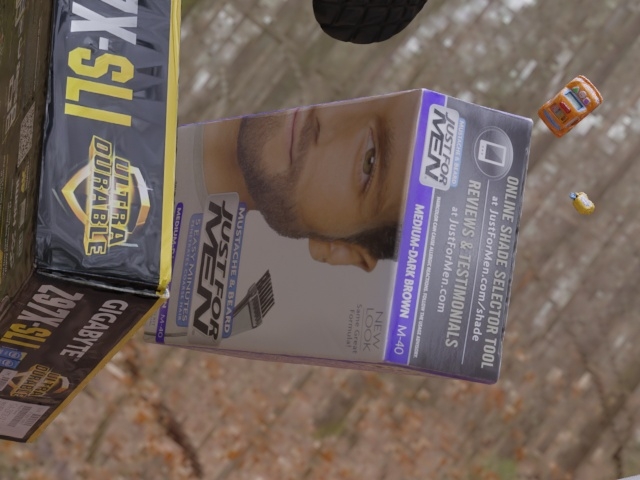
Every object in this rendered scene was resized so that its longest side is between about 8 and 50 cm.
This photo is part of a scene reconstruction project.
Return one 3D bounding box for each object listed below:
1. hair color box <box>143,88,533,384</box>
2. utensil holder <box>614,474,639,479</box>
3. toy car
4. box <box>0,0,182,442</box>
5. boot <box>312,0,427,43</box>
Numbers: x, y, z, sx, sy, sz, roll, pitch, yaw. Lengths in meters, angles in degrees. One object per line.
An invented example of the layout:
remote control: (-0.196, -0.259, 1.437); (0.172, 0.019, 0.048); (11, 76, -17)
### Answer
hair color box: (0.000, 0.000, 1.155); (0.110, 0.185, 0.339); (13, -8, -34)
utensil holder: (0.087, 0.242, 0.481); (0.328, 0.327, 0.385); (35, 20, 30)
toy car: (0.238, -0.086, 1.413); (0.122, 0.060, 0.040); (68, 22, 1)
box: (-0.158, -0.073, 0.920); (0.079, 0.322, 0.257); (10, -28, -21)
boot: (0.061, -0.261, 1.051); (0.083, 0.246, 0.161); (15, 19, 1)
